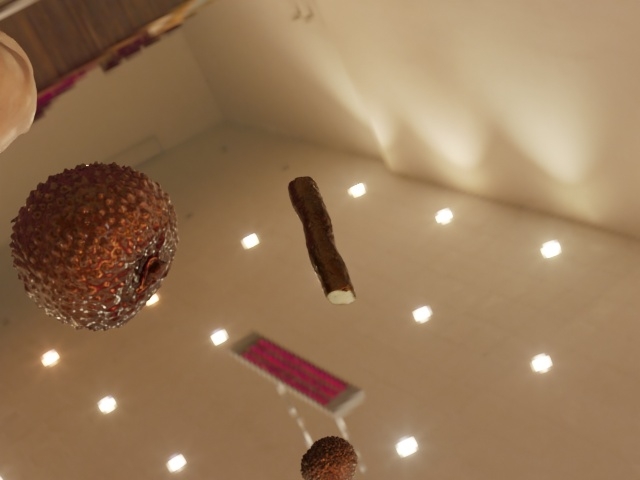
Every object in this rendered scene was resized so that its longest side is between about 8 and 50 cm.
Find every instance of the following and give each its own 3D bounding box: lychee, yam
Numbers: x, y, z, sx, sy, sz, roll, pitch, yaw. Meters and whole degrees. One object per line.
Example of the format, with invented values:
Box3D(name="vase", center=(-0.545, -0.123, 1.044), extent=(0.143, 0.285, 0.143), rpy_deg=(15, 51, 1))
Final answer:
Box3D(name="lychee", center=(0.011, 0.278, 1.512), extent=(0.068, 0.067, 0.083), rpy_deg=(-12, 169, 25))
Box3D(name="lychee", center=(-0.380, 0.002, 2.070), extent=(0.300, 0.300, 0.300), rpy_deg=(-20, -153, 11))
Box3D(name="yam", center=(0.000, 0.000, 2.072), extent=(0.061, 0.061, 0.253), rpy_deg=(-23, -124, 5))

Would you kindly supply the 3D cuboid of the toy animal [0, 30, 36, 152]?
Box3D(name="toy animal", center=(-0.419, -0.182, 1.336), extent=(0.289, 0.174, 0.249), rpy_deg=(31, -162, 19))
